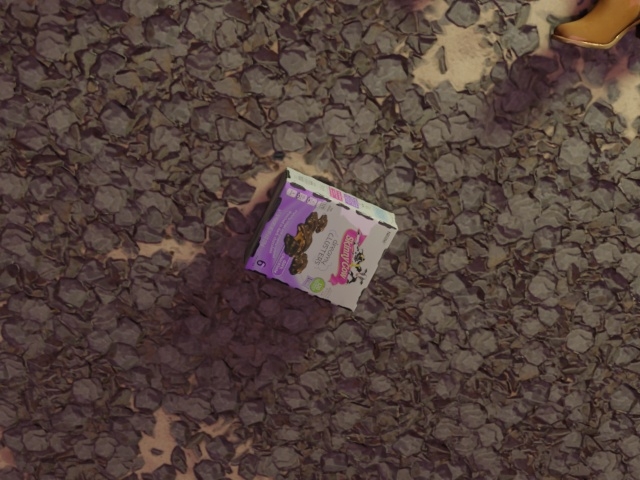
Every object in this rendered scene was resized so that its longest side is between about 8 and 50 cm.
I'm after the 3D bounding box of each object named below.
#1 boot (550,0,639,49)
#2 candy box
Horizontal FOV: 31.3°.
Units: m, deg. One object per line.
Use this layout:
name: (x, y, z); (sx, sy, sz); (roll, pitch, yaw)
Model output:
boot: (0.436, -0.368, 1.697); (0.197, 0.073, 0.152); (-9, 115, -13)
candy box: (0.000, 0.000, 1.823); (0.196, 0.070, 0.165); (23, 109, -12)
